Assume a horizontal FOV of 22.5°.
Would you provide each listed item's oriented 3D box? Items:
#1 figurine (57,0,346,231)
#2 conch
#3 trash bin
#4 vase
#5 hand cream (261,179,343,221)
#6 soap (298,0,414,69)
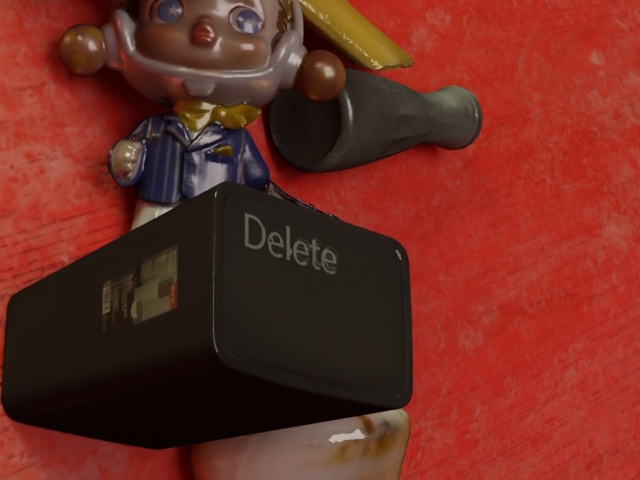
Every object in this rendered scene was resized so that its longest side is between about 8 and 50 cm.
[{"bbox_3d":[-0.077,-0.093,1.160,0.193,0.133,0.274,-16,83,-5],"label":"figurine"},{"bbox_3d":[0.003,0.185,1.143,0.158,0.127,0.255,-4,80,-47],"label":"conch"},{"bbox_3d":[-0.078,0.060,1.029,0.165,0.225,0.115,18,64,-41],"label":"trash bin"},{"bbox_3d":[0.054,-0.102,1.336,0.214,0.086,0.086,-6,80,-51],"label":"vase"},{"bbox_3d":[0.000,0.000,1.276,0.163,0.039,0.062,29,59,-29],"label":"hand cream"},{"bbox_3d":[0.010,-0.183,1.323,0.168,0.033,0.089,39,23,-21],"label":"soap"}]
